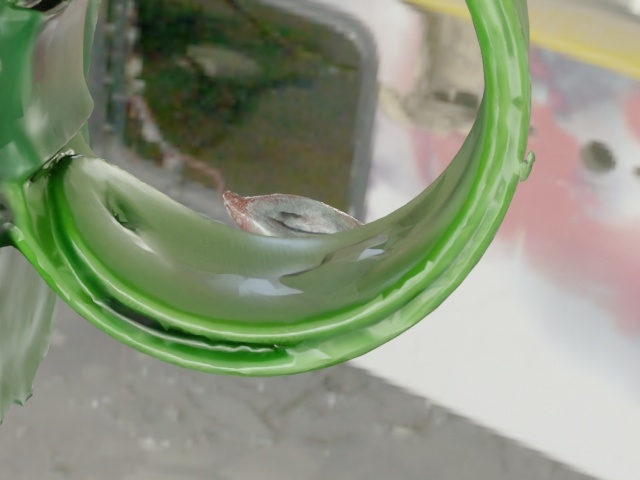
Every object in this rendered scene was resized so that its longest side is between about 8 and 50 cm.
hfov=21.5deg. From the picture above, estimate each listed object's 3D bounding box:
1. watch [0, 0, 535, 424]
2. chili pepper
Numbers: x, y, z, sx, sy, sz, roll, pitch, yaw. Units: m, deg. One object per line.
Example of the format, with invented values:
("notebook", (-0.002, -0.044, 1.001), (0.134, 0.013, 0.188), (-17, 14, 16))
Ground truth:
("watch", (-0.026, -0.028, 0.416), (0.152, 0.165, 0.131), (5, 18, 3))
("chili pepper", (0.001, -0.001, 1.206), (0.153, 0.041, 0.050), (28, 34, -21))
